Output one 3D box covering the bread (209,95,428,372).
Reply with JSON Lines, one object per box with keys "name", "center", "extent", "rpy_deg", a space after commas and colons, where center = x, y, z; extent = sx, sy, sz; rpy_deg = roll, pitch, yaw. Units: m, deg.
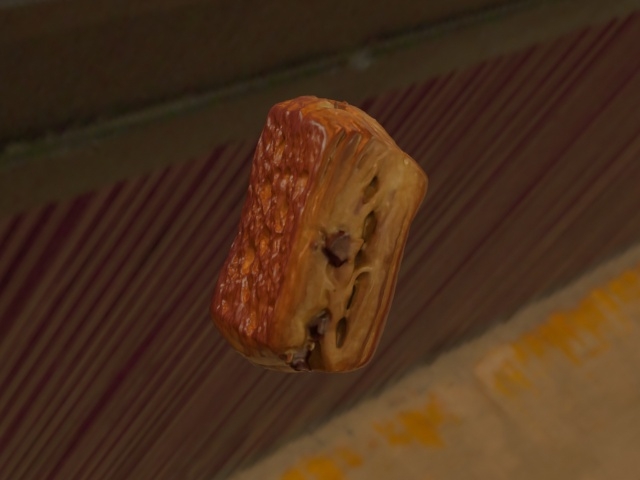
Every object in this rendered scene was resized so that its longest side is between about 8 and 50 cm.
{"name": "bread", "center": [0.000, 0.000, 1.337], "extent": [0.099, 0.210, 0.235], "rpy_deg": [15, 3, -16]}
